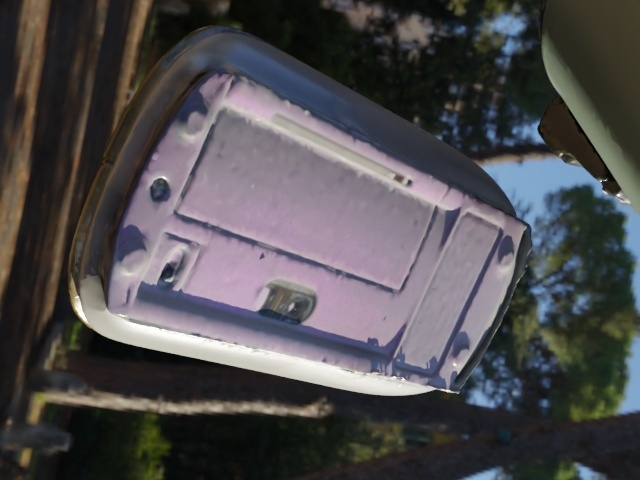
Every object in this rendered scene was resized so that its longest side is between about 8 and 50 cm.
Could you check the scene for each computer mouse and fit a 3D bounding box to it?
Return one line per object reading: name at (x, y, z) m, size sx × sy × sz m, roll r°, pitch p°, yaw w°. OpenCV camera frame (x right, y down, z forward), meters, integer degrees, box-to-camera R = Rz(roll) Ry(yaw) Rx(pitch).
computer mouse at (0.000, 0.000, 0.444) m, size 0.056 × 0.245 × 0.126 m, roll 26°, pitch -85°, yaw 41°

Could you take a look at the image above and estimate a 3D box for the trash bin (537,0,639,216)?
trash bin at (0.274, -0.068, 0.599) m, size 0.277 × 0.217 × 0.262 m, roll -55°, pitch -139°, yaw 36°
